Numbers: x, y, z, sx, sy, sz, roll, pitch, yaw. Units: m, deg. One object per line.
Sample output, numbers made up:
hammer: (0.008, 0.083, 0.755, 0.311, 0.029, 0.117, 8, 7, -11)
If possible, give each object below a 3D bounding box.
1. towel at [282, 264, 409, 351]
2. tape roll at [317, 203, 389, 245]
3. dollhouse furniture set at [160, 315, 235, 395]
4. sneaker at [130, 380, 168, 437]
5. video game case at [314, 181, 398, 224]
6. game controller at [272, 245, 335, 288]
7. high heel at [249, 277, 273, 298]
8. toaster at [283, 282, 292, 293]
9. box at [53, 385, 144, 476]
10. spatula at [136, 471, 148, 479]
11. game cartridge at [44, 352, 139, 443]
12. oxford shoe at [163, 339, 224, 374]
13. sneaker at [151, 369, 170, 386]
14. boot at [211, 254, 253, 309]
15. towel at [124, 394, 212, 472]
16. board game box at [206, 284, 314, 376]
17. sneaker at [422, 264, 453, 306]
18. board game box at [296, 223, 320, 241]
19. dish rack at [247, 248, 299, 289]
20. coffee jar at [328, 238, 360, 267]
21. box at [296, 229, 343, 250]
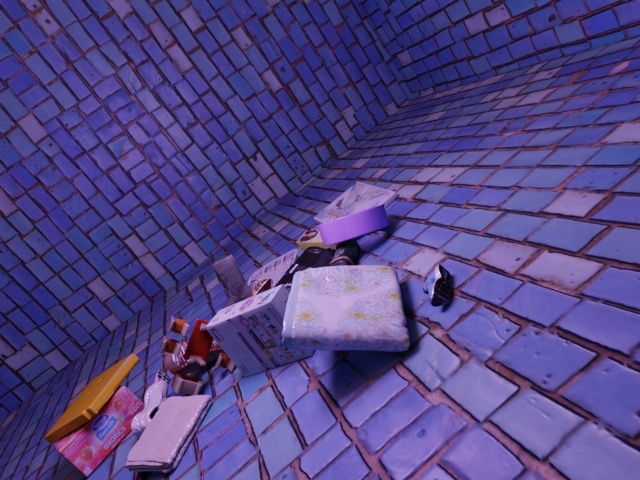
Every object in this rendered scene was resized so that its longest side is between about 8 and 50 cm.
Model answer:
towel: (0.070, 0.179, 1.380, 0.321, 0.090, 0.374, -2, 24, 5)
tape roll: (0.131, -0.061, 1.957, 0.275, 0.090, 0.275, -19, 1, 0)
dollhouse furniture set: (-0.446, 0.412, 1.765, 0.135, 0.262, 0.259, 11, 81, 70)
sneaker: (-0.590, 0.606, 1.802, 0.115, 0.090, 0.232, -23, 30, 20)
video game case: (0.157, -0.154, 2.308, 0.300, 0.036, 0.329, -40, 29, -13)
game controller: (-0.060, 0.134, 1.977, 0.167, 0.067, 0.319, 3, 39, 38)
high heel: (-0.237, 0.262, 1.873, 0.186, 0.093, 0.261, -52, 25, 18)
toaster: (-0.063, 0.227, 1.649, 0.227, 0.146, 0.129, -12, 30, 54)
box: (-0.824, 0.706, 1.861, 0.154, 0.142, 0.300, -16, 26, 53)
spatula: (-0.523, 0.662, 1.586, 0.084, 0.030, 0.296, -26, 20, 25)
game cartridge: (-0.880, 0.609, 1.917, 0.285, 0.052, 0.323, -33, 17, 24)
oxford shoe: (-0.432, 0.413, 1.923, 0.348, 0.123, 0.130, -24, -31, -17)
sneaker: (-0.666, 0.590, 1.997, 0.071, 0.068, 0.170, -38, 17, 14)
boot: (-0.386, 0.183, 2.049, 0.190, 0.208, 0.076, -33, 18, 10)
towel: (-0.474, 0.605, 1.562, 0.187, 0.049, 0.282, -10, 27, 24)
board game box: (-0.185, 0.295, 1.581, 0.303, 0.224, 0.097, -24, 18, 33)
sneaker: (0.315, 0.135, 1.343, 0.073, 0.063, 0.162, -47, 5, 31)
board game box: (0.007, -0.050, 2.416, 0.243, 0.042, 0.165, -40, 17, -12)
dish rack: (-0.215, 0.186, 2.176, 0.286, 0.072, 0.333, -29, 18, 19)
coffee jar: (0.091, 0.073, 1.872, 0.096, 0.079, 0.184, -27, 20, 26)
box: (0.000, 0.000, 2.206, 0.232, 0.058, 0.087, 0, 42, 46)
